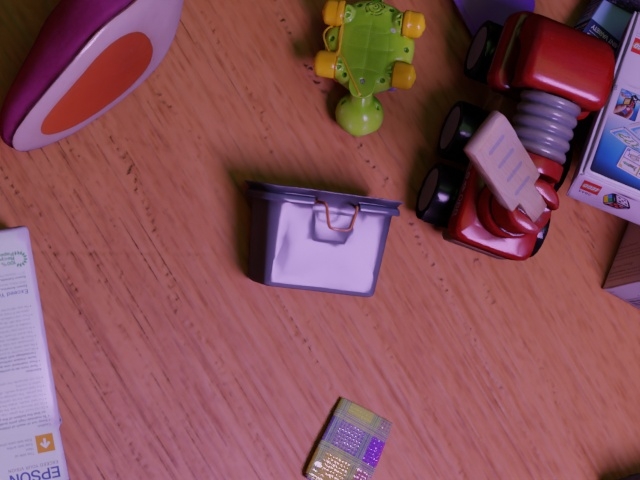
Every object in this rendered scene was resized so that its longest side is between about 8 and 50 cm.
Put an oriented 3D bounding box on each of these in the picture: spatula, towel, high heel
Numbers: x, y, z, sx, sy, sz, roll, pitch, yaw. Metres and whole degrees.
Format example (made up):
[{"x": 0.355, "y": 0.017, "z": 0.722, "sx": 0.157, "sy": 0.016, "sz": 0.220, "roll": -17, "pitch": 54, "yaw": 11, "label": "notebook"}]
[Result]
[{"x": 0.219, "y": -0.157, "z": 1.670, "sx": 0.084, "sy": 0.030, "sz": 0.296, "roll": -36, "pitch": 98, "yaw": -19, "label": "spatula"}, {"x": 0.025, "y": 0.191, "z": 1.569, "sx": 0.060, "sy": 0.009, "sz": 0.083, "roll": 29, "pitch": 74, "yaw": -15, "label": "towel"}, {"x": -0.189, "y": -0.254, "z": 1.511, "sx": 0.181, "sy": 0.127, "sz": 0.377, "roll": 36, "pitch": 75, "yaw": 17, "label": "high heel"}]

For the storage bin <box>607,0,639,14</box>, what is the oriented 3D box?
[{"x": 0.326, "y": -0.284, "z": 1.654, "sx": 0.180, "sy": 0.084, "sz": 0.122, "roll": 24, "pitch": 75, "yaw": -12, "label": "storage bin"}]

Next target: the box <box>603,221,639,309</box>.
[{"x": 0.348, "y": 0.027, "z": 1.660, "sx": 0.101, "sy": 0.102, "sz": 0.087, "roll": 29, "pitch": 73, "yaw": -14, "label": "box"}]

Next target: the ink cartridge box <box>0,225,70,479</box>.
[{"x": -0.332, "y": 0.114, "z": 1.423, "sx": 0.223, "sy": 0.045, "sz": 0.224, "roll": -9, "pitch": 88, "yaw": -21, "label": "ink cartridge box"}]

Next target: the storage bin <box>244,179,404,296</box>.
[{"x": 0.000, "y": 0.000, "z": 1.542, "sx": 0.135, "sy": 0.098, "sz": 0.091, "roll": 6, "pitch": 92, "yaw": -20, "label": "storage bin"}]

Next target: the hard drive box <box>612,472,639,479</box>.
[{"x": 0.381, "y": 0.327, "z": 1.645, "sx": 0.181, "sy": 0.089, "sz": 0.232, "roll": -8, "pitch": 86, "yaw": -21, "label": "hard drive box"}]

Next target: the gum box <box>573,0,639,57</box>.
[{"x": 0.350, "y": -0.216, "z": 1.721, "sx": 0.157, "sy": 0.041, "sz": 0.184, "roll": 38, "pitch": 72, "yaw": -12, "label": "gum box"}]

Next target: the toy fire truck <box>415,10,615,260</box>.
[{"x": 0.178, "y": -0.098, "z": 1.518, "sx": 0.158, "sy": 0.246, "sz": 0.217, "roll": 20, "pitch": 87, "yaw": -13, "label": "toy fire truck"}]

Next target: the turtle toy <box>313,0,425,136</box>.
[{"x": 0.042, "y": -0.160, "z": 1.584, "sx": 0.095, "sy": 0.066, "sz": 0.130, "roll": 10, "pitch": 83, "yaw": 4, "label": "turtle toy"}]

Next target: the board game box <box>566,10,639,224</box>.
[{"x": 0.401, "y": -0.073, "z": 1.609, "sx": 0.305, "sy": 0.053, "sz": 0.193, "roll": 23, "pitch": 64, "yaw": 1, "label": "board game box"}]
